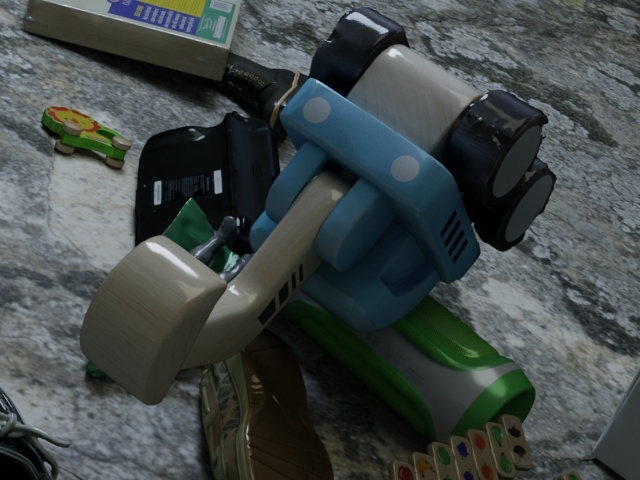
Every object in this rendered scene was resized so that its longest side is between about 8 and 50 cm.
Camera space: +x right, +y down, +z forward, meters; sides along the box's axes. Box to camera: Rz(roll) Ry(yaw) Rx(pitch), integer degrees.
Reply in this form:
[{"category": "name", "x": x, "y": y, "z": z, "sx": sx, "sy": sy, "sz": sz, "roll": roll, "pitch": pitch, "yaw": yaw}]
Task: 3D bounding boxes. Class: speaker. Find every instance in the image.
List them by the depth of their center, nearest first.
[{"category": "speaker", "x": 0.083, "y": 0.106, "z": 1.823, "sx": 0.296, "sy": 0.131, "sz": 0.131, "roll": 40, "pitch": 29, "yaw": 25}]

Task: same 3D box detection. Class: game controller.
[{"category": "game controller", "x": -0.126, "y": -0.050, "z": 1.935, "sx": 0.166, "sy": 0.067, "sz": 0.319, "roll": -17, "pitch": 29, "yaw": 5}]

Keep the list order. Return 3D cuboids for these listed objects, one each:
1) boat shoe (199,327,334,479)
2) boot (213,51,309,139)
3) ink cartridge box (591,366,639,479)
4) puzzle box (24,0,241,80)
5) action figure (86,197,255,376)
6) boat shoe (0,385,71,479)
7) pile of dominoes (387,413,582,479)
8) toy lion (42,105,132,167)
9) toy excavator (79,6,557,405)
[{"category": "boat shoe", "x": -0.058, "y": 0.193, "z": 1.595, "sx": 0.104, "sy": 0.089, "sz": 0.285, "roll": 32, "pitch": 25, "yaw": -25}, {"category": "boot", "x": -0.093, "y": -0.198, "z": 2.297, "sx": 0.137, "sy": 0.077, "sz": 0.198, "roll": 21, "pitch": 13, "yaw": 0}, {"category": "ink cartridge box", "x": 0.538, "y": 0.258, "z": 1.925, "sx": 0.385, "sy": 0.160, "sz": 0.279, "roll": 37, "pitch": 27, "yaw": 20}, {"category": "puzzle box", "x": -0.245, "y": -0.352, "z": 2.402, "sx": 0.272, "sy": 0.052, "sz": 0.409, "roll": 15, "pitch": 27, "yaw": -4}, {"category": "action figure", "x": -0.150, "y": 0.065, "z": 1.702, "sx": 0.137, "sy": 0.063, "sz": 0.232, "roll": 48, "pitch": 52, "yaw": -1}, {"category": "boat shoe", "x": -0.262, "y": 0.187, "z": 1.375, "sx": 0.113, "sy": 0.105, "sz": 0.306, "roll": 16, "pitch": 28, "yaw": -21}, {"category": "pile of dominoes", "x": 0.172, "y": 0.266, "z": 1.615, "sx": 0.251, "sy": 0.040, "sz": 0.196, "roll": -11, "pitch": 71, "yaw": -51}, {"category": "toy lion", "x": -0.279, "y": -0.129, "z": 2.033, "sx": 0.100, "sy": 0.034, "sz": 0.096, "roll": 16, "pitch": 20, "yaw": -21}, {"category": "toy excavator", "x": 0.000, "y": 0.000, "z": 1.638, "sx": 0.222, "sy": 0.445, "sz": 0.433, "roll": 34, "pitch": -8, "yaw": 21}]
